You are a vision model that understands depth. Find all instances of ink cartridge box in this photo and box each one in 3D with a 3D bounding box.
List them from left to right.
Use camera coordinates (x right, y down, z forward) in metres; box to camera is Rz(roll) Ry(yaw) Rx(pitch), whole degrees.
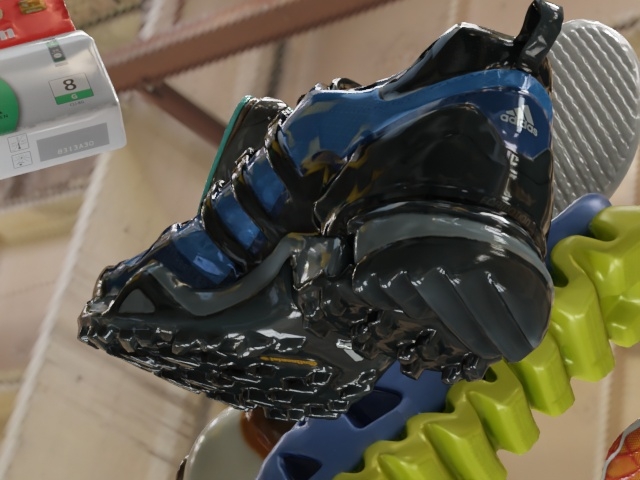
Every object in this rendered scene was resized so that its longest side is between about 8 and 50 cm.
[{"bbox_3d":[-0.272,-0.140,1.204,0.181,0.056,0.225,-16,-129,-13],"label":"ink cartridge box"}]

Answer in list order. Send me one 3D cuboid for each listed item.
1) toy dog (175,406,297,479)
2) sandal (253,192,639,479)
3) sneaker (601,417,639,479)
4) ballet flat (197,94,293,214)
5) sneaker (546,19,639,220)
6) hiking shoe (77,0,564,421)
[{"bbox_3d":[-0.016,0.341,1.355,0.284,0.395,0.408,126,-38,-55],"label":"toy dog"},{"bbox_3d":[0.052,0.075,0.834,0.317,0.126,0.138,-42,-123,-18],"label":"sandal"},{"bbox_3d":[0.264,0.156,1.115,0.175,0.064,0.067,-62,-142,37],"label":"sneaker"},{"bbox_3d":[-0.086,0.004,1.367,0.280,0.096,0.095,-61,174,23],"label":"ballet flat"},{"bbox_3d":[0.158,-0.020,1.301,0.366,0.135,0.150,-64,-169,-15],"label":"sneaker"},{"bbox_3d":[0.000,0.000,0.669,0.304,0.113,0.132,-14,-127,51],"label":"hiking shoe"}]
